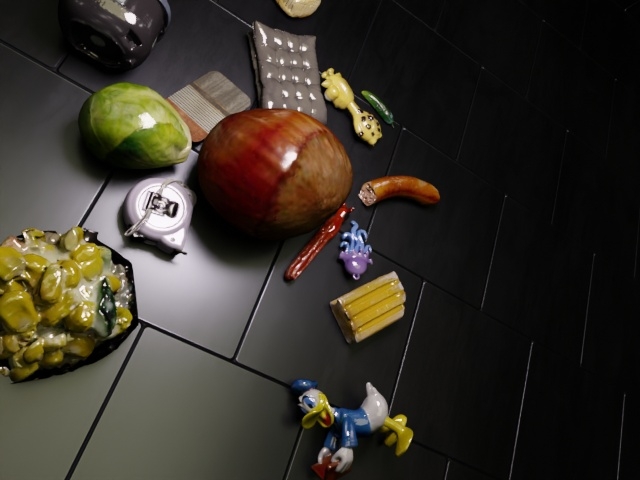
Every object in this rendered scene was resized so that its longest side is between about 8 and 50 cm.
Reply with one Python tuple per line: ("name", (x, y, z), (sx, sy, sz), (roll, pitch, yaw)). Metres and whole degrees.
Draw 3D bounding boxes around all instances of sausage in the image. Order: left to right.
("sausage", (0.269, -0.166, 1.792), (0.303, 0.076, 0.102), (-3, 84, -27))

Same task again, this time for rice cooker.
("rice cooker", (-0.534, -0.587, 1.400), (0.267, 0.267, 0.224), (26, 66, -19))

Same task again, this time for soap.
("soap", (0.157, 0.200, 1.625), (0.232, 0.073, 0.140), (-23, 88, -31))

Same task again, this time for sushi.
("sushi", (-0.549, 0.124, 1.158), (0.329, 0.285, 0.327), (-2, 76, -29))

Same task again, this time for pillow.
("pillow", (-0.106, -0.515, 1.688), (0.228, 0.101, 0.326), (-1, 77, -29))

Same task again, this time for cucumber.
("cucumber", (0.208, -0.464, 1.871), (0.168, 0.039, 0.039), (47, 60, -6))

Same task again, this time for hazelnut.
("hazelnut", (-0.125, -0.189, 1.452), (0.421, 0.352, 0.420), (3, 44, -3))

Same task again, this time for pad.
("pad", (-0.386, -0.458, 1.547), (0.323, 0.055, 0.250), (51, 59, -11))

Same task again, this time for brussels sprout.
("brussels sprout", (-0.462, -0.282, 1.370), (0.271, 0.220, 0.210), (12, 59, -46))

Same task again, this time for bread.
("bread", (-0.100, -0.860, 1.787), (0.140, 0.106, 0.236), (-24, 87, -30))

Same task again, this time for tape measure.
("tape measure", (-0.418, -0.071, 1.388), (0.179, 0.105, 0.195), (13, 71, -23))

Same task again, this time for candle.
("candle", (0.000, 0.000, 1.615), (0.048, 0.051, 0.329), (44, 60, -7))

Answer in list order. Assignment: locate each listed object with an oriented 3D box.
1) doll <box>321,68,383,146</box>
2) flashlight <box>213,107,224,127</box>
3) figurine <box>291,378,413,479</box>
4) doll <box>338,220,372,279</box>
("doll", (0.103, -0.440, 1.780), (0.291, 0.086, 0.117), (50, 45, -9))
("flashlight", (-0.299, -0.340, 1.571), (0.052, 0.031, 0.110), (17, 68, -22))
("figurine", (0.047, 0.503, 1.455), (0.338, 0.204, 0.283), (38, 68, 1))
("doll", (0.109, 0.030, 1.660), (0.110, 0.067, 0.205), (9, 60, -11))
